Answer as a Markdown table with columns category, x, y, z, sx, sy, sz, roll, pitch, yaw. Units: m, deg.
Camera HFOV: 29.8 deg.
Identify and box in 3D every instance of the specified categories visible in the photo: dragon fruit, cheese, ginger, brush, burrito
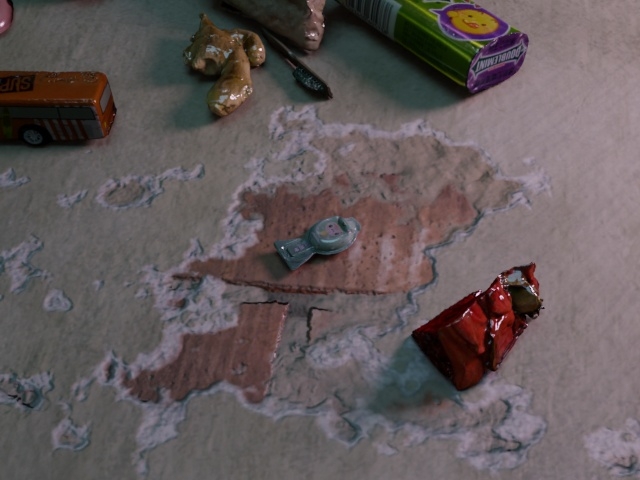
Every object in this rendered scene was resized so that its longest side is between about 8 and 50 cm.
| category | x | y | z | sx | sy | sz | roll | pitch | yaw |
| --- | --- | --- | --- | --- | --- | --- | --- | --- | --- |
| dragon fruit | 0.217 | 0.107 | 1.543 | 0.192 | 0.122 | 0.092 | -36 | 94 | -28 |
| cheese | 0.000 | 0.000 | 1.670 | 0.121 | 0.026 | 0.067 | -25 | 50 | -15 |
| ginger | -0.162 | -0.276 | 1.915 | 0.133 | 0.059 | 0.214 | 10 | 51 | 4 |
| brush | -0.045 | -0.280 | 1.923 | 0.027 | 0.034 | 0.190 | -39 | 55 | -6 |
| burrito | -0.106 | -0.450 | 2.004 | 0.348 | 0.107 | 0.175 | 38 | 98 | 30 |

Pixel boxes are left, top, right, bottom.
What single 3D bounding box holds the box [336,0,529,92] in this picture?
| category | x | y | z | sx | sy | sz | roll | pitch | yaw |
| --- | --- | --- | --- | --- | --- | --- | --- | --- | --- |
| box | 0.164 | -0.366 | 1.926 | 0.134 | 0.097 | 0.345 | -25 | 49 | -30 |

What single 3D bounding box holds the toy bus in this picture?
| category | x | y | z | sx | sy | sz | roll | pitch | yaw |
| --- | --- | --- | --- | --- | --- | --- | --- | --- | --- |
| toy bus | -0.527 | -0.208 | 1.867 | 0.409 | 0.092 | 0.093 | 1 | 46 | 5 |

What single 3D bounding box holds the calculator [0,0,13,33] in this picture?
| category | x | y | z | sx | sy | sz | roll | pitch | yaw |
| --- | --- | --- | --- | --- | --- | --- | --- | --- | --- |
| calculator | -0.658 | -0.437 | 2.116 | 0.220 | 0.048 | 0.329 | -19 | 52 | -12 |
